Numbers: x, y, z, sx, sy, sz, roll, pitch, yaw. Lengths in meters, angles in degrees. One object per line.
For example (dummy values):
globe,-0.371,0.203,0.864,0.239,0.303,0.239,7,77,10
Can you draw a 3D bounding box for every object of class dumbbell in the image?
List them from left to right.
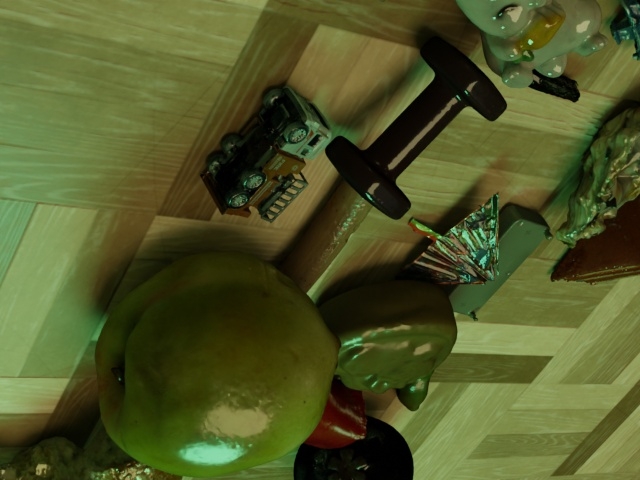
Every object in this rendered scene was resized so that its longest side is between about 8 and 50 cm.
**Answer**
dumbbell,0.124,-0.146,1.450,0.225,0.124,0.140,-45,127,7

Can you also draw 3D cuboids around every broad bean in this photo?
broad bean,0.172,0.253,2.015,0.070,0.048,0.213,-19,140,-13

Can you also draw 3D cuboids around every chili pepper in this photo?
chili pepper,-0.052,0.249,1.801,0.131,0.134,0.338,-18,150,23

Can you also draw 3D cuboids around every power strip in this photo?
power strip,0.262,0.034,1.817,0.145,0.061,0.215,16,123,-36

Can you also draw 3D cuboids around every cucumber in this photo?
cucumber,0.321,-0.226,1.584,0.135,0.034,0.033,9,133,-38

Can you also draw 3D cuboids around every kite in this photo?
kite,0.216,0.009,1.741,0.183,0.014,0.241,31,124,-19

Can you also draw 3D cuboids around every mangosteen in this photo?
mangosteen,0.059,0.423,2.016,0.243,0.243,0.243,-17,140,-15

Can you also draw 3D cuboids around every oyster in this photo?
oyster,0.488,-0.139,1.747,0.354,0.107,0.201,-49,159,6

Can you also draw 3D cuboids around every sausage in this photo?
sausage,0.001,0.001,1.619,0.066,0.066,0.301,12,129,-40

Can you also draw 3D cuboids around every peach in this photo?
peach,-0.144,0.182,1.537,0.315,0.281,0.314,16,123,-27

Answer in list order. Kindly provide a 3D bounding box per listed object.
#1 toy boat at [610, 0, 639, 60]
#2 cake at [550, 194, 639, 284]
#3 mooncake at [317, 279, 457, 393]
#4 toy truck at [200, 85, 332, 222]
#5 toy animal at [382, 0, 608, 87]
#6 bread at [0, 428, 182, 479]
toy boat,0.440,-0.300,1.559,0.061,0.060,0.137,-14,148,23
cake,0.553,0.034,1.917,0.158,0.159,0.262,6,132,-40
mooncake,0.112,0.157,1.789,0.235,0.117,0.235,-7,146,-4
toy truck,-0.058,-0.108,1.445,0.178,0.080,0.115,-46,144,22
toy animal,0.220,-0.307,1.337,0.325,0.154,0.208,16,130,-34
bread,-0.351,0.392,1.722,0.314,0.171,0.192,-15,116,-12
